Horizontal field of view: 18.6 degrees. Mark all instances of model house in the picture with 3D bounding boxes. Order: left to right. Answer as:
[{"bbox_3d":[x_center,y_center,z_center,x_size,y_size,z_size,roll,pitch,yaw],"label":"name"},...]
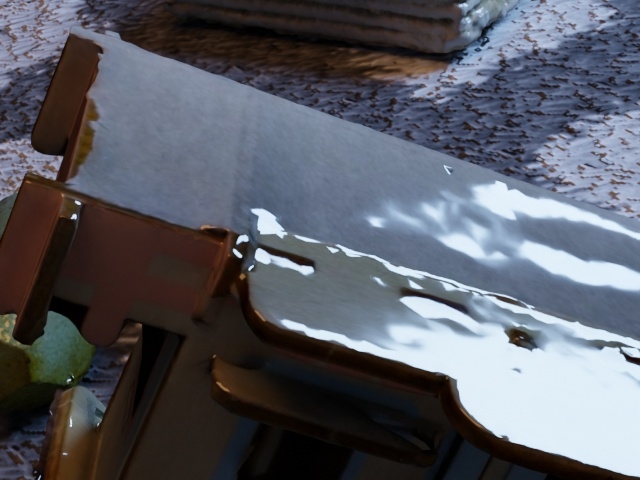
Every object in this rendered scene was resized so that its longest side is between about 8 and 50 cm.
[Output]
[{"bbox_3d":[0.023,0.104,0.669,0.326,0.244,0.169,18,32,-14],"label":"model house"}]

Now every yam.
[{"bbox_3d":[-0.144,0.028,0.994,0.070,0.069,0.146,-15,30,-4],"label":"yam"}]

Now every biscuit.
[{"bbox_3d":[0.016,-0.176,1.268,0.239,0.062,0.108,11,39,33],"label":"biscuit"}]
